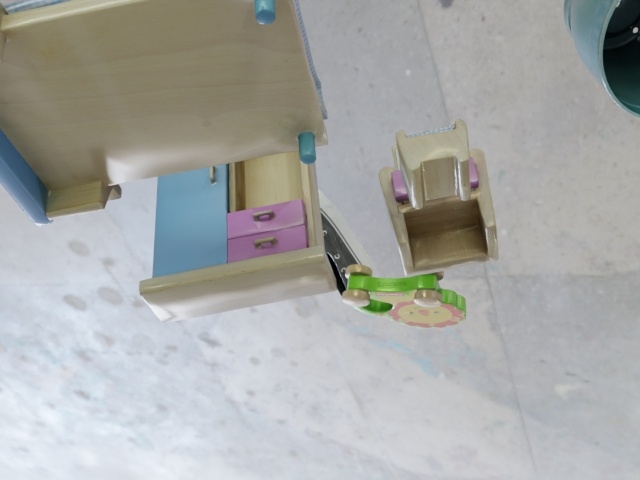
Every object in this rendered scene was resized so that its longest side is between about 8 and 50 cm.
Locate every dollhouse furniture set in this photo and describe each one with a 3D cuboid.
[{"bbox_3d":[-0.047,-0.120,0.511,0.286,0.198,0.303,-11,145,7],"label":"dollhouse furniture set"}]

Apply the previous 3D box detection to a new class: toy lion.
[{"bbox_3d":[0.077,0.055,0.691,0.100,0.034,0.096,-1,153,16],"label":"toy lion"}]

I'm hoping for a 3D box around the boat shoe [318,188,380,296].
[{"bbox_3d":[0.000,0.000,1.163,0.228,0.076,0.080,54,162,-27],"label":"boat shoe"}]

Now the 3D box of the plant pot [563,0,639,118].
[{"bbox_3d":[0.530,-0.364,1.268,0.271,0.255,0.272,-3,120,-6],"label":"plant pot"}]
